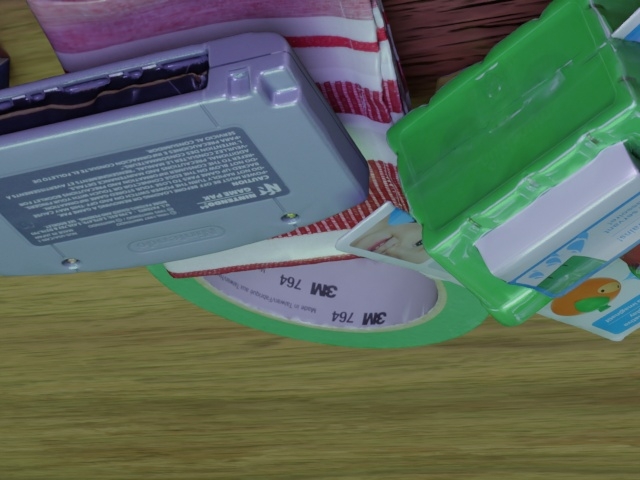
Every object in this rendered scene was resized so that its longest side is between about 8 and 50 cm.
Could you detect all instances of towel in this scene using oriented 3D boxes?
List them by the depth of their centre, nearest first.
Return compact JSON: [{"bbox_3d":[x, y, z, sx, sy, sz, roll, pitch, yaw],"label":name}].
[{"bbox_3d":[-0.050,-0.083,1.442,0.237,0.037,0.329,-6,141,13],"label":"towel"}]

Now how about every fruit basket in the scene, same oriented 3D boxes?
[{"bbox_3d":[0.236,-0.033,1.418,0.327,0.165,0.353,-36,138,29],"label":"fruit basket"}]

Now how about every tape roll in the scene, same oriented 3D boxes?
[{"bbox_3d":[0.000,0.000,1.770,0.321,0.077,0.321,10,156,4],"label":"tape roll"}]

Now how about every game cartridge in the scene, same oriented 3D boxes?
[{"bbox_3d":[-0.125,-0.050,1.395,0.294,0.060,0.196,-11,146,16],"label":"game cartridge"}]

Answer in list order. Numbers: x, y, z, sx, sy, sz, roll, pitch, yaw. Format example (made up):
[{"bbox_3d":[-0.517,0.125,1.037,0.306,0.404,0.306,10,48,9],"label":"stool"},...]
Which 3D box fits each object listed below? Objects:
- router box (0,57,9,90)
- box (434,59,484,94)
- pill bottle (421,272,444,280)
[{"bbox_3d":[-0.432,-0.080,1.521,0.301,0.082,0.335,8,-161,9],"label":"router box"},{"bbox_3d":[0.197,-0.065,1.556,0.232,0.058,0.087,27,151,-33],"label":"box"},{"bbox_3d":[0.109,-0.031,1.599,0.065,0.116,0.065,9,156,4],"label":"pill bottle"}]
